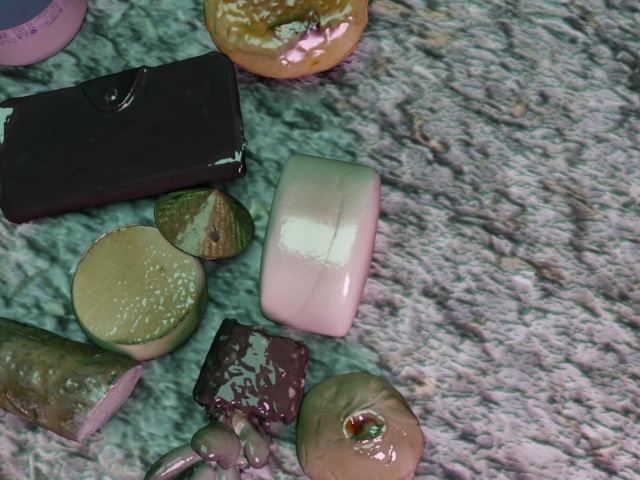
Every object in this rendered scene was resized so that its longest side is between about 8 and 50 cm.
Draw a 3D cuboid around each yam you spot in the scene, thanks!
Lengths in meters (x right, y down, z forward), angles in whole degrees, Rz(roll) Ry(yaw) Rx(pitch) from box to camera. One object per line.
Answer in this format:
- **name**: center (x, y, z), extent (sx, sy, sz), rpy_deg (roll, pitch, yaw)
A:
- **yam**: center (-0.409, 0.172, 1.611), extent (0.330, 0.133, 0.133), rpy_deg (17, 75, 11)

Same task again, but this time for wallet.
- **wallet**: center (-0.284, -0.149, 1.708), extent (0.378, 0.051, 0.197), rpy_deg (-10, 73, 12)

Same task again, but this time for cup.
- **cup**: center (-0.433, -0.406, 1.721), extent (0.290, 0.257, 0.219), rpy_deg (-27, 79, -5)

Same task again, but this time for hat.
- **hat**: center (-0.153, -0.048, 1.658), extent (0.146, 0.067, 0.146), rpy_deg (12, 44, -12)

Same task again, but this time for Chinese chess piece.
- **Chinese chess piece**: center (-0.249, 0.072, 1.659), extent (0.188, 0.083, 0.188), rpy_deg (-1, 70, 4)

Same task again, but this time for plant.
- **plant**: center (-0.114, 0.242, 1.566), extent (0.146, 0.149, 0.274), rpy_deg (23, 79, 10)

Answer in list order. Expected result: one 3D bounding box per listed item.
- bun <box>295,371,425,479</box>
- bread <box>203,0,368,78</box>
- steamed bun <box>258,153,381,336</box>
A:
- **bun**: center (0.051, 0.254, 1.569), extent (0.173, 0.113, 0.166), rpy_deg (-4, 74, 1)
- **bread**: center (-0.043, -0.338, 1.742), extent (0.244, 0.134, 0.244), rpy_deg (-1, 77, 3)
- **steamed bun**: center (0.000, 0.000, 1.623), extent (0.146, 0.164, 0.241), rpy_deg (10, 73, 5)
